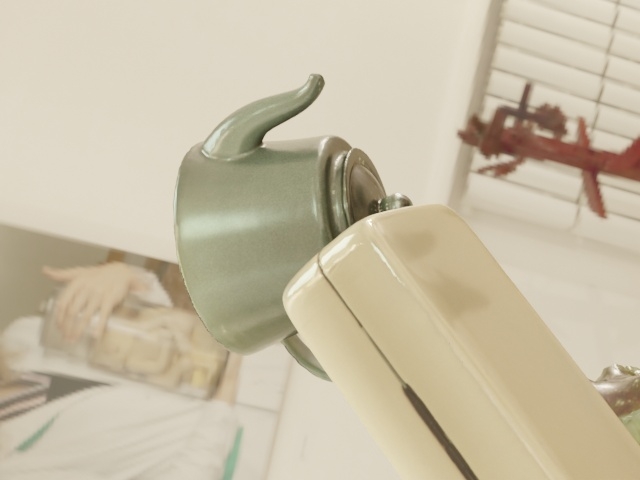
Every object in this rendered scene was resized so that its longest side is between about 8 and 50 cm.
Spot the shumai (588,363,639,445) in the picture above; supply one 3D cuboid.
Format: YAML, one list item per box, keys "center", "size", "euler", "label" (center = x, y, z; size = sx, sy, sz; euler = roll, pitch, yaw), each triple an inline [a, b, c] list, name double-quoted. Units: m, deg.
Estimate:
- center: [0.297, 0.200, 0.888]
  size: [0.256, 0.189, 0.218]
  euler: [-101, -5, -65]
  label: "shumai"

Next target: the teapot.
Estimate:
- center: [0.000, 0.000, 0.786]
  size: [0.162, 0.149, 0.239]
  euler: [-59, -47, -64]
  label: "teapot"

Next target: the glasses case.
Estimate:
- center: [0.122, 0.131, 0.610]
  size: [0.076, 0.336, 0.144]
  euler: [-42, -15, 24]
  label: "glasses case"
